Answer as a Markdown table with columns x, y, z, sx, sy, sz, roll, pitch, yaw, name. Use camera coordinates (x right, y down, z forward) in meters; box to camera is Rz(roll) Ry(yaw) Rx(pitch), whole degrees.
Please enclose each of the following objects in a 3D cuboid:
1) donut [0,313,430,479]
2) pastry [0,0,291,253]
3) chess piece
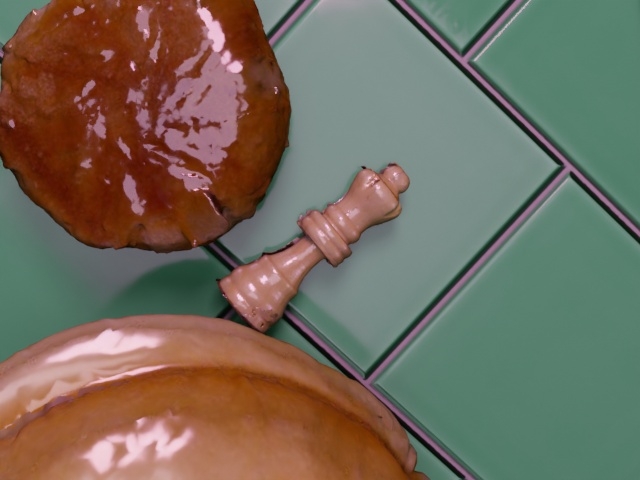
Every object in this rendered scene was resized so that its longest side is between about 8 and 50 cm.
| x | y | z | sx | sy | sz | roll | pitch | yaw | name |
| --- | --- | --- | --- | --- | --- | --- | --- | --- | --- |
| -0.116 | 0.266 | 0.480 | 0.448 | 0.198 | 0.449 | -4 | 102 | -20 | donut |
| -0.125 | -0.104 | 0.529 | 0.218 | 0.100 | 0.229 | 31 | 98 | 0 | pastry |
| 0.000 | 0.000 | 0.566 | 0.172 | 0.060 | 0.060 | -40 | 95 | 0 | chess piece |
